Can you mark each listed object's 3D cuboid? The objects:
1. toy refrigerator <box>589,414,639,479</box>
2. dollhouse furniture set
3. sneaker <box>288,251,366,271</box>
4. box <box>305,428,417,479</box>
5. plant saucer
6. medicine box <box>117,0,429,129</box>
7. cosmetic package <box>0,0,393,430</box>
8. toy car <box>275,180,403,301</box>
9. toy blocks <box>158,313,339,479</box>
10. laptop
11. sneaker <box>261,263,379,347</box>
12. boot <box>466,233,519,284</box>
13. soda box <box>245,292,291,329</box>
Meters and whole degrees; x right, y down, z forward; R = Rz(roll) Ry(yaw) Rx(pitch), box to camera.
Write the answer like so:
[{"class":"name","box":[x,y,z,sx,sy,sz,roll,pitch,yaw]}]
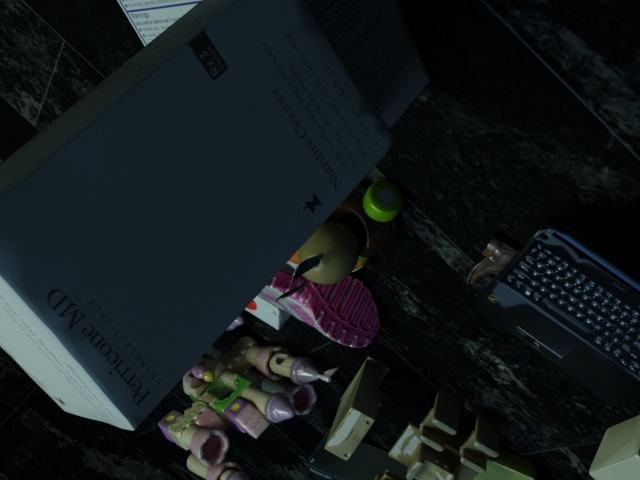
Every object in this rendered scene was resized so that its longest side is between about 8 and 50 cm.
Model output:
[{"class":"toy refrigerator","box":[0.508,0.353,1.240,0.269,0.094,0.102,40,144,-1]},{"class":"dollhouse furniture set","box":[0.148,0.325,1.528,0.242,0.161,0.212,30,116,-1]},{"class":"sneaker","box":[-0.016,0.012,1.350,0.175,0.064,0.067,7,162,6]},{"class":"box","box":[0.122,0.509,1.866,0.261,0.103,0.184,13,144,39]},{"class":"plant saucer","box":[0.303,0.409,1.586,0.188,0.045,0.188,18,144,33]},{"class":"medicine box","box":[-0.064,-0.248,1.013,0.263,0.149,0.289,7,136,43]},{"class":"cosmetic package","box":[-0.134,-0.046,0.826,0.156,0.385,0.217,-5,129,51]},{"class":"toy car","box":[0.000,0.000,1.233,0.149,0.188,0.155,36,150,6]},{"class":"toy blocks","box":[-0.147,0.290,1.692,0.260,0.288,0.309,11,138,50]},{"class":"laptop","box":[0.315,0.102,1.053,0.234,0.136,0.264,36,133,3]},{"class":"sneaker","box":[-0.016,0.078,1.458,0.252,0.103,0.111,38,167,-6]},{"class":"boot","box":[0.252,0.052,1.178,0.114,0.037,0.106,31,148,7]},{"class":"soda box","box":[-0.140,0.062,1.592,0.216,0.069,0.074,31,149,17]}]
